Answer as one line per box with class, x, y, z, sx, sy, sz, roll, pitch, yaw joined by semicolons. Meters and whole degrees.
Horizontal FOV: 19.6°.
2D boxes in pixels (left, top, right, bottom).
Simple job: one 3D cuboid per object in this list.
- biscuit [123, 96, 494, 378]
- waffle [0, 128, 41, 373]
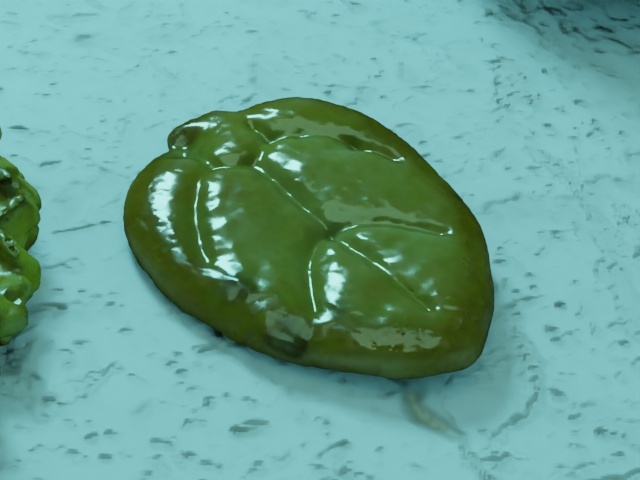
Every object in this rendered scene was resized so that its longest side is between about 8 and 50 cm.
biscuit;0.001;-0.004;1.115;0.203;0.041;0.260;-25;50;-32
waffle;-0.277;0.009;1.045;0.238;0.058;0.243;3;43;-5
